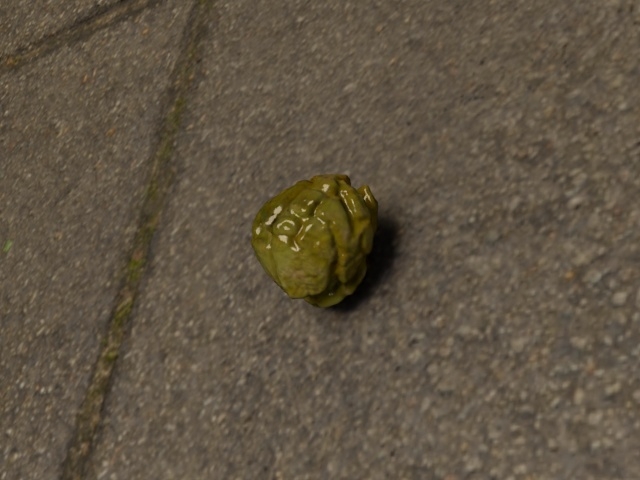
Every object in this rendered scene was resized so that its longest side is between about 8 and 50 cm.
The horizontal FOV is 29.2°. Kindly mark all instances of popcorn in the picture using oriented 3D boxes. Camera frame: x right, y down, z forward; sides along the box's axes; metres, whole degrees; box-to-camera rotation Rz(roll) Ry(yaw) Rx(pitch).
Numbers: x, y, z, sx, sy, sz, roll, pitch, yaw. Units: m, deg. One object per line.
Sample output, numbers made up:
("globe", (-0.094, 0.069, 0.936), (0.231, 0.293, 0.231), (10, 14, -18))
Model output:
("popcorn", (0.000, 0.000, 1.019), (0.120, 0.116, 0.106), (-27, 88, 35))
